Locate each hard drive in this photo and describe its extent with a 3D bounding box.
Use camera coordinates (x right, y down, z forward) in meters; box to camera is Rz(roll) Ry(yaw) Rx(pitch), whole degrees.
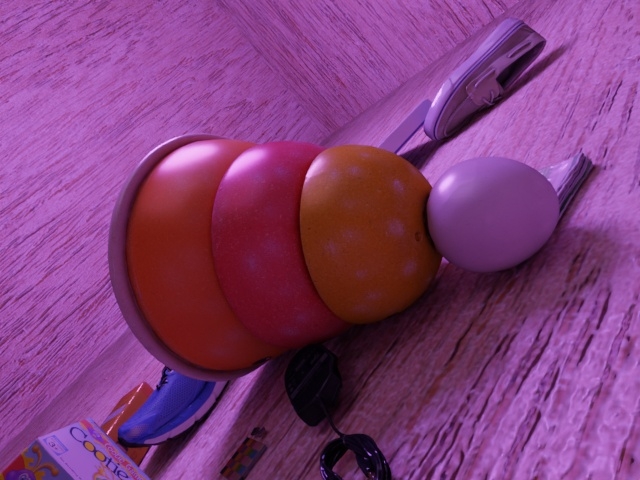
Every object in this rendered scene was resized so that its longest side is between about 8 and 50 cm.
[{"bbox_3d":[0.131,-0.195,1.177,0.210,0.040,0.319,-47,4,-26],"label":"hard drive"}]

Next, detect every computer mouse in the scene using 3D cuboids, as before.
[{"bbox_3d":[0.015,0.169,0.470,0.071,0.041,0.242,-50,20,0],"label":"computer mouse"}]

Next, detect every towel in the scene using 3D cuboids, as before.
[{"bbox_3d":[0.232,-0.048,0.578,0.113,0.023,0.152,-46,14,-25],"label":"towel"}]

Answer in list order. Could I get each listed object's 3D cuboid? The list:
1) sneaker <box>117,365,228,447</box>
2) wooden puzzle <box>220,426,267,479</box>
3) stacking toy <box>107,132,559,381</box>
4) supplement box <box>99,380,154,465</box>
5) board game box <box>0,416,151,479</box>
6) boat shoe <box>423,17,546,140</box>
[{"bbox_3d":[-0.218,0.188,0.804,0.130,0.147,0.330,-26,20,48],"label":"sneaker"},{"bbox_3d":[-0.087,0.248,0.548,0.083,0.006,0.049,-48,15,-29],"label":"wooden puzzle"},{"bbox_3d":[0.019,-0.001,0.576,0.481,0.350,0.350,-8,31,37],"label":"stacking toy"},{"bbox_3d":[-0.335,0.343,0.783,0.080,0.078,0.233,-36,13,21],"label":"supplement box"},{"bbox_3d":[-0.321,0.345,0.495,0.275,0.144,0.142,-46,-5,-12],"label":"board game box"},{"bbox_3d":[0.342,-0.331,1.022,0.302,0.094,0.109,-51,-33,11],"label":"boat shoe"}]
